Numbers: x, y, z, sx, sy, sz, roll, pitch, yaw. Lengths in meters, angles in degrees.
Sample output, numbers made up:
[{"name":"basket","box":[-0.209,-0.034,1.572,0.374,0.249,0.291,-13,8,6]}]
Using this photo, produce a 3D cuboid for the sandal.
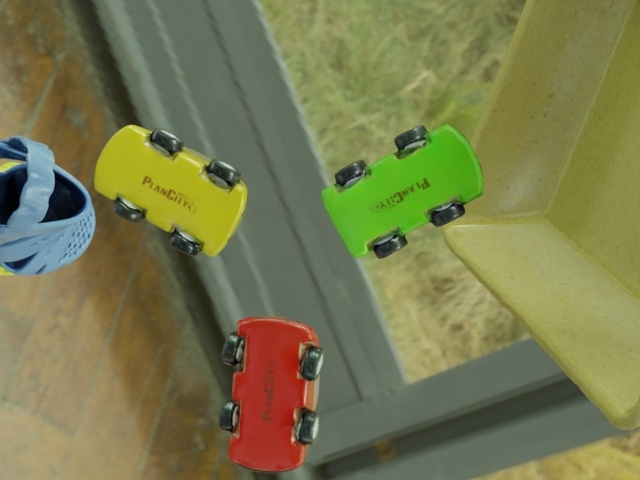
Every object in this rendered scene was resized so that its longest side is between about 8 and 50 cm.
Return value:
[{"name":"sandal","box":[-0.288,-0.032,1.425,0.317,0.138,0.126,29,64,-74]}]

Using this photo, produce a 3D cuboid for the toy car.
[{"name":"toy car","box":[0.000,0.000,0.904,0.239,0.225,0.053,63,12,1]}]

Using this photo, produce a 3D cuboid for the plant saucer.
[{"name":"plant saucer","box":[0.216,-0.089,0.903,0.081,0.333,0.333,15,16,-19]}]
